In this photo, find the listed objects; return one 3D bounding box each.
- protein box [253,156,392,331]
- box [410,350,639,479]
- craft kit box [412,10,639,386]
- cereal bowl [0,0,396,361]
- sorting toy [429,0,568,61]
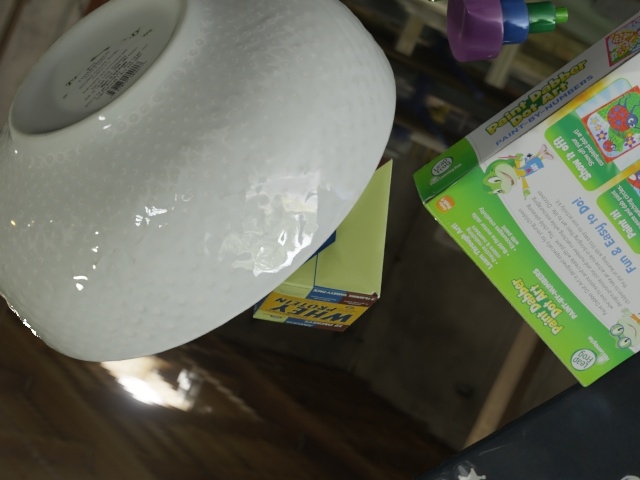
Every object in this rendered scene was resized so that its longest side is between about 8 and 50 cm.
[{"bbox_3d":[0.000,0.000,1.738,0.136,0.200,0.201,10,161,-10],"label":"protein box"},{"bbox_3d":[0.248,0.312,1.177,0.293,0.395,0.212,61,-169,19],"label":"box"},{"bbox_3d":[0.245,-0.031,1.014,0.250,0.246,0.061,47,-167,-29],"label":"craft kit box"},{"bbox_3d":[-0.123,-0.086,0.932,0.141,0.339,0.339,52,169,-34],"label":"cereal bowl"},{"bbox_3d":[0.154,-0.318,1.233,0.126,0.127,0.365,-7,-127,-10],"label":"sorting toy"}]
